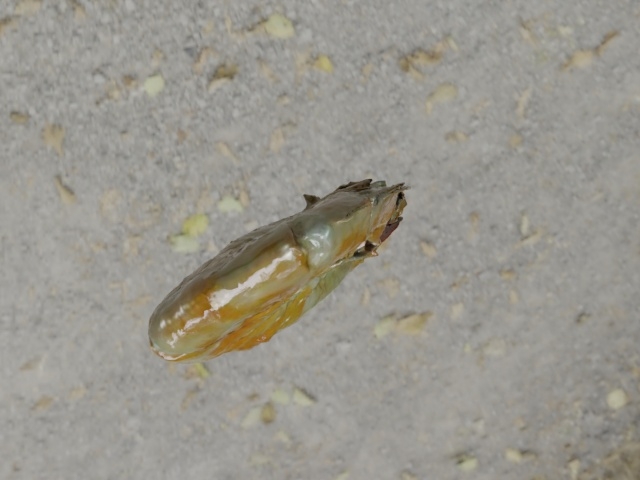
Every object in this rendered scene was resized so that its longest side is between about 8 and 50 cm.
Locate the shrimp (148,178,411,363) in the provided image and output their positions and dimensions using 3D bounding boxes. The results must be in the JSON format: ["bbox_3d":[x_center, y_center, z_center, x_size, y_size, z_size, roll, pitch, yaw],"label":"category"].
[{"bbox_3d":[0.001,0.001,0.682,0.154,0.294,0.062,-34,91,25],"label":"shrimp"}]
